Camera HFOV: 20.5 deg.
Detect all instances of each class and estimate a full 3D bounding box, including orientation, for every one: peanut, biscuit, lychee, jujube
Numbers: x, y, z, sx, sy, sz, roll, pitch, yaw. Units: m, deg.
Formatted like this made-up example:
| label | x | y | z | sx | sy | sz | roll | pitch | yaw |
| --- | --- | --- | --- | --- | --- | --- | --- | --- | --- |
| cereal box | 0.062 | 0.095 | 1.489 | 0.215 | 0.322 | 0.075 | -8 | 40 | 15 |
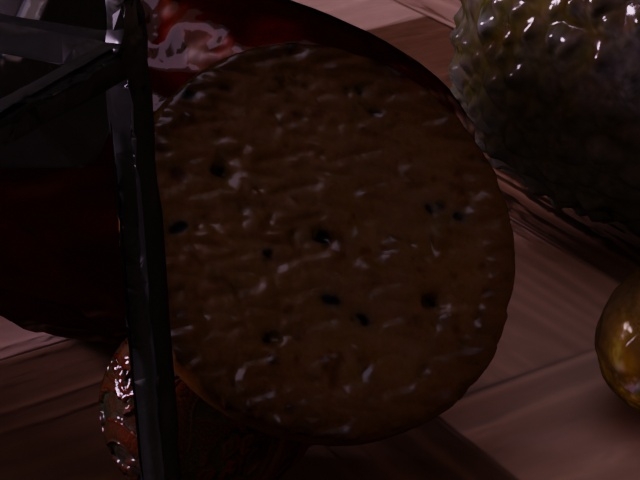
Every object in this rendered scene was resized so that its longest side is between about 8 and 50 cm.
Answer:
| label | x | y | z | sx | sy | sz | roll | pitch | yaw |
| --- | --- | --- | --- | --- | --- | --- | --- | --- | --- |
| peanut | 0.219 | 0.028 | 0.900 | 0.087 | 0.087 | 0.207 | 22 | 37 | 40 |
| biscuit | -0.001 | 0.000 | 0.789 | 0.188 | 0.188 | 0.027 | -15 | -11 | -24 |
| lychee | 0.197 | -0.124 | 1.023 | 0.274 | 0.255 | 0.255 | -25 | 15 | 29 |
| jujube | -0.081 | -0.046 | 0.938 | 0.318 | 0.223 | 0.223 | 14 | 30 | 19 |

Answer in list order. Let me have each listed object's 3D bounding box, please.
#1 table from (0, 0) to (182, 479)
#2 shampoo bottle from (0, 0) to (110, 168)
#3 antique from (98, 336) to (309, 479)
| label | x | y | z | sx | sy | sz | roll | pitch | yaw |
| --- | --- | --- | --- | --- | --- | --- | --- | --- | --- |
| table | -0.254 | 0.036 | 0.711 | 0.335 | 0.272 | 0.222 | 12 | 30 | 26 |
| shampoo bottle | -0.205 | -0.083 | 0.826 | 0.246 | 0.079 | 0.080 | 1 | 58 | 32 |
| antique | -0.054 | 0.076 | 0.811 | 0.104 | 0.104 | 0.104 | -2 | 26 | 1 |
